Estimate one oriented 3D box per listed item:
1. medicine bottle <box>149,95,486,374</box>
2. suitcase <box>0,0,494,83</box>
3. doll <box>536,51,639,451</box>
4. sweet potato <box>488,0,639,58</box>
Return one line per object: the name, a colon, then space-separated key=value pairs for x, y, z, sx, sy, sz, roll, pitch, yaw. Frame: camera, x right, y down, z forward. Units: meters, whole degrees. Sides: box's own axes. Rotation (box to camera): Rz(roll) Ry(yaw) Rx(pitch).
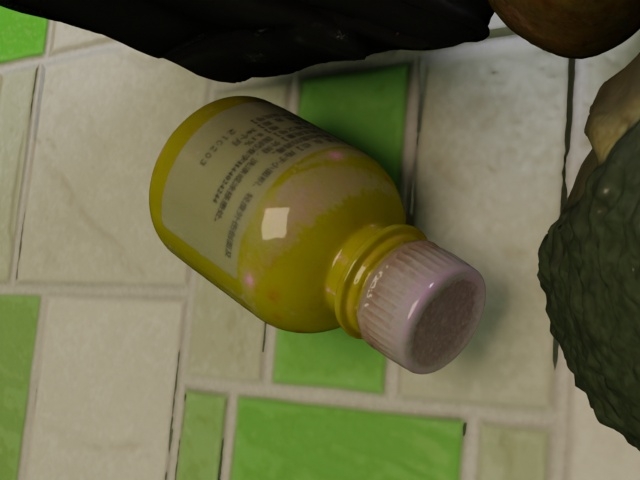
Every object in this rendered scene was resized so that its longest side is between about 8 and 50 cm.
medicine bottle: x=0.000 y=0.000 z=0.620 sx=0.212 sy=0.122 sz=0.122 roll=32 pitch=102 yaw=39
suitcase: x=-0.073 y=-0.202 z=0.558 sx=0.345 sy=0.339 sz=0.188 roll=16 pitch=91 yaw=68
doll: x=0.195 y=-0.022 z=0.322 sx=0.247 sy=0.349 sz=0.247 roll=-1 pitch=84 yaw=5
sweet potato: x=0.118 y=-0.124 z=0.413 sx=0.108 sy=0.346 sz=0.079 roll=-46 pitch=76 yaw=18
